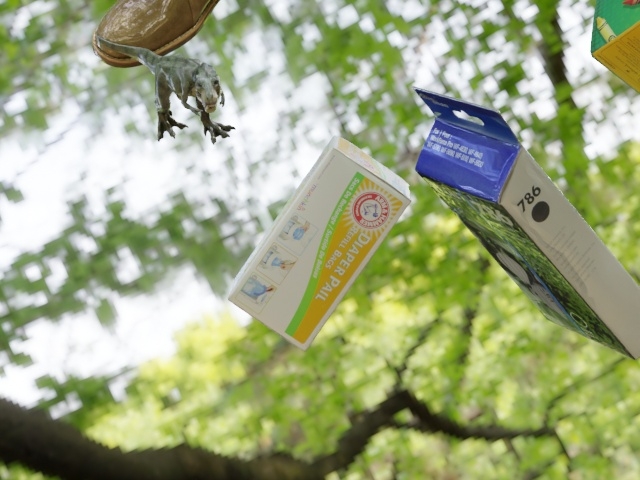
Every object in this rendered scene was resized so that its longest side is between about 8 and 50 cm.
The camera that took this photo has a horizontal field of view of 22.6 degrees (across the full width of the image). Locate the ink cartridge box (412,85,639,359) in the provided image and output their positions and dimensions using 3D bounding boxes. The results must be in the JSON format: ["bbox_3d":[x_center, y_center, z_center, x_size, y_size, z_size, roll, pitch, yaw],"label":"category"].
[{"bbox_3d":[0.210,-0.016,1.645,0.065,0.332,0.165,-48,29,-9],"label":"ink cartridge box"}]

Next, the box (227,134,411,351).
[{"bbox_3d":[0.000,0.000,1.730,0.203,0.103,0.114,-55,5,9],"label":"box"}]

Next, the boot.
[{"bbox_3d":[-0.167,-0.334,1.976,0.305,0.112,0.115,-42,-22,-19],"label":"boot"}]

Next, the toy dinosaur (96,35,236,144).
[{"bbox_3d":[-0.165,-0.171,1.853,0.064,0.118,0.268,-35,33,-23],"label":"toy dinosaur"}]

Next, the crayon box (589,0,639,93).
[{"bbox_3d":[0.392,-0.151,1.387,0.278,0.081,0.165,34,-44,-21],"label":"crayon box"}]
